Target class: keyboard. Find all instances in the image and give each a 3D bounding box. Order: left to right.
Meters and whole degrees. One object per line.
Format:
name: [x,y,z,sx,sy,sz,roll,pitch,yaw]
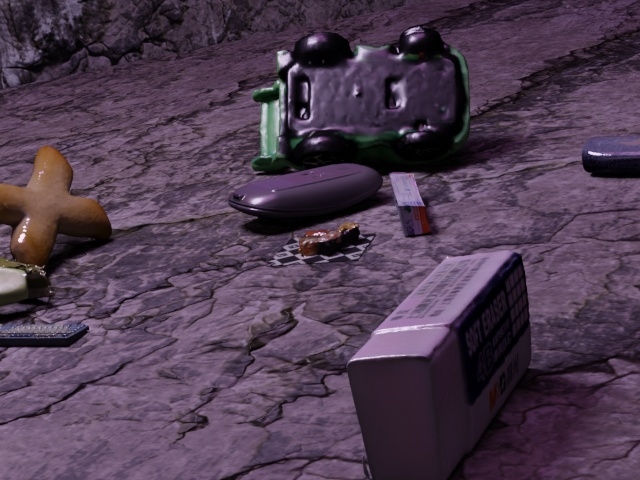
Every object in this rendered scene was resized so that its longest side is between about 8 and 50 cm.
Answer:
keyboard: [-0.370,0.114,1.910,0.176,0.014,0.055,-1,14,22]

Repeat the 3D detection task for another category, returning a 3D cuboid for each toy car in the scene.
toy car: [0.058,-0.208,2.505,0.358,0.213,0.176,-3,-19,4]

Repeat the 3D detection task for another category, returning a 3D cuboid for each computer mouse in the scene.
computer mouse: [-0.020,-0.066,2.282,0.232,0.057,0.120,-14,17,-30]

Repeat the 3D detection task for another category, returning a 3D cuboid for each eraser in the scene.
eraser: [0.119,0.111,1.461,0.086,0.130,0.287,-4,17,24]

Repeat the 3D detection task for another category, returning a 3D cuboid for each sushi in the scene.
sushi: [0.000,0.000,2.096,0.126,0.026,0.120,-4,17,16]

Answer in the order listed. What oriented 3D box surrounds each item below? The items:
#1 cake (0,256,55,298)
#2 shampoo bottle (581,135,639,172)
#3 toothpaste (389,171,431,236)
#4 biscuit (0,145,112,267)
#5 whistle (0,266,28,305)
cake: [-0.392,0.049,2.069,0.140,0.051,0.055,0,20,35]
shampoo bottle: [0.491,-0.122,2.234,0.233,0.049,0.087,1,21,30]
toothpaste: [0.122,-0.054,2.188,0.040,0.047,0.196,-11,15,1]
biscuit: [-0.392,-0.042,2.221,0.047,0.164,0.208,-35,2,32]
whistle: [-0.525,0.074,1.982,0.294,0.141,0.141,6,9,-26]
